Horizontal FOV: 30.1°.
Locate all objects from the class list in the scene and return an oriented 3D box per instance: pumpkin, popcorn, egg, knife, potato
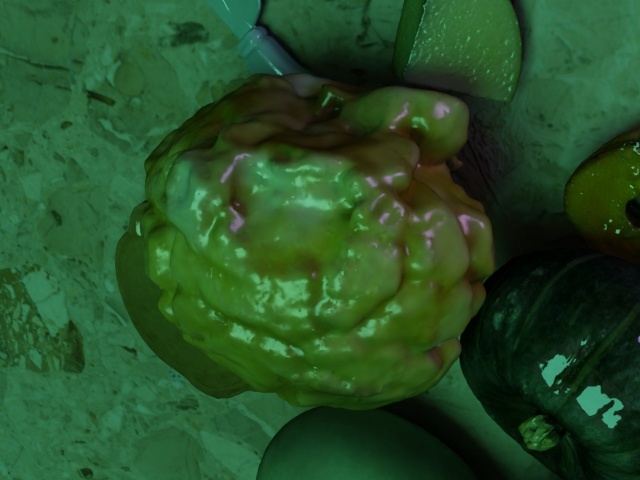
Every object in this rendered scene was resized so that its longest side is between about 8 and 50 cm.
[{"bbox_3d":[0.281,0.146,1.233,0.300,0.207,0.300,37,161,15],"label":"pumpkin"},{"bbox_3d":[-0.010,0.010,1.227,0.390,0.344,0.354,121,138,-54],"label":"popcorn"},{"bbox_3d":[0.078,0.358,1.505,0.352,0.258,0.258,44,132,-7],"label":"egg"},{"bbox_3d":[-0.091,-0.256,1.334,0.331,0.044,0.080,52,134,-5],"label":"knife"},{"bbox_3d":[0.149,-0.223,1.205,0.120,0.081,0.149,11,114,-12],"label":"potato"}]

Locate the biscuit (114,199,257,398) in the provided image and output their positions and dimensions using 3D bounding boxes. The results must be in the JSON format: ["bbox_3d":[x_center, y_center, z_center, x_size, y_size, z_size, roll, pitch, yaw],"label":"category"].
[{"bbox_3d":[-0.127,0.073,1.567,0.351,0.057,0.312,-10,116,36],"label":"biscuit"}]

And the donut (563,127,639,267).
[{"bbox_3d":[0.341,-0.045,1.201,0.178,0.065,0.162,-16,116,36],"label":"donut"}]
